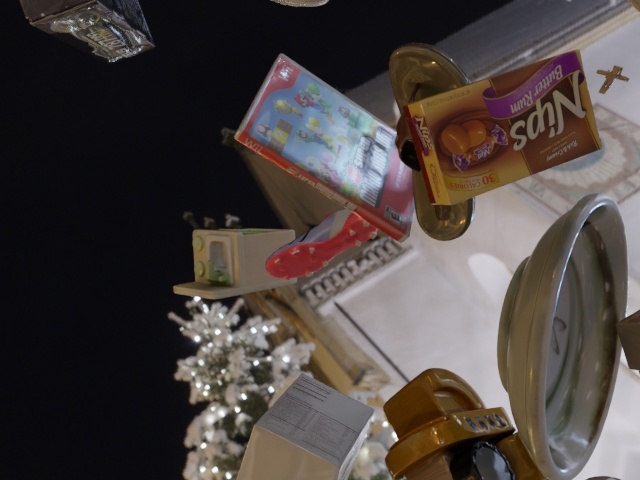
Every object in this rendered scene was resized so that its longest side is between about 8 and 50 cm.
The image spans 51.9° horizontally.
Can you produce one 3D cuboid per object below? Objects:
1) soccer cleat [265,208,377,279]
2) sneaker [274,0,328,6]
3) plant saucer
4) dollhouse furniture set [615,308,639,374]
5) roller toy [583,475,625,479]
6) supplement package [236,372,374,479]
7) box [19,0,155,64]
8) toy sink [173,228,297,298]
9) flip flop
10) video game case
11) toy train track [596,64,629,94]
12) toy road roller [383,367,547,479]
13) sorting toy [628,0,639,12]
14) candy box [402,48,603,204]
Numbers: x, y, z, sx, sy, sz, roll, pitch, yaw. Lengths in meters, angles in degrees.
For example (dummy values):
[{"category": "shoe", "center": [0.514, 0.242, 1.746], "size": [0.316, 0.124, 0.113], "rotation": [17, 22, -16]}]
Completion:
[{"category": "soccer cleat", "center": [0.000, 0.000, 1.347], "size": [0.248, 0.095, 0.083], "rotation": [-27, -54, 3]}, {"category": "sneaker", "center": [-0.081, -0.422, 0.994], "size": [0.235, 0.095, 0.090], "rotation": [21, -76, -22]}, {"category": "plant saucer", "center": [0.338, 0.130, 0.934], "size": [0.400, 0.100, 0.400], "rotation": [-11, -76, -52]}, {"category": "dollhouse furniture set", "center": [0.610, 0.141, 0.815], "size": [0.286, 0.303, 0.198], "rotation": [-24, -87, -21]}, {"category": "roller toy", "center": [0.188, 0.262, 0.425], "size": [0.209, 0.146, 0.191], "rotation": [35, -93, -49]}, {"category": "supplement package", "center": [-0.031, 0.368, 1.092], "size": [0.203, 0.149, 0.194], "rotation": [-32, -37, -67]}, {"category": "box", "center": [-0.358, -0.456, 0.872], "size": [0.097, 0.318, 0.395], "rotation": [-20, -82, -2]}, {"category": "toy sink", "center": [-0.186, 0.039, 1.418], "size": [0.234, 0.153, 0.131], "rotation": [-8, -82, -46]}, {"category": "flip flop", "center": [0.144, -0.120, 0.872], "size": [0.080, 0.112, 0.277], "rotation": [-35, -57, -46]}, {"category": "video game case", "center": [0.029, -0.141, 0.979], "size": [0.285, 0.204, 0.025], "rotation": [31, -44, -14]}, {"category": "toy train track", "center": [0.447, -0.250, 1.014], "size": [0.083, 0.048, 0.014], "rotation": [63, -131, -74]}, {"category": "toy road roller", "center": [0.255, 0.348, 1.131], "size": [0.329, 0.240, 0.202], "rotation": [6, -42, -40]}, {"category": "sorting toy", "center": [0.555, -0.454, 1.030], "size": [0.208, 0.038, 0.193], "rotation": [17, -34, -39]}, {"category": "candy box", "center": [0.189, -0.116, 0.677], "size": [0.187, 0.053, 0.109], "rotation": [-19, -80, -12]}]
